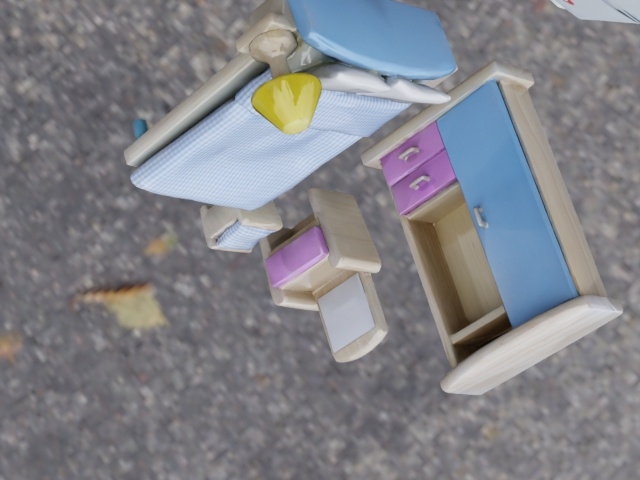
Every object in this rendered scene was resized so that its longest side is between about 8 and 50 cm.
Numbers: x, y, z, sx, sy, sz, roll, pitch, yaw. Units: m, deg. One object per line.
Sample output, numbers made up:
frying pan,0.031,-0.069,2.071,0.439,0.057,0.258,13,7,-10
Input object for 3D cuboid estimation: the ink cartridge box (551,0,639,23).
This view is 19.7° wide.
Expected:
ink cartridge box,0.131,-0.177,0.865,0.153,0.208,0.087,37,88,-17

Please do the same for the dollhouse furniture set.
dollhouse furniture set,0.000,0.000,1.250,0.303,0.198,0.286,9,145,-47
